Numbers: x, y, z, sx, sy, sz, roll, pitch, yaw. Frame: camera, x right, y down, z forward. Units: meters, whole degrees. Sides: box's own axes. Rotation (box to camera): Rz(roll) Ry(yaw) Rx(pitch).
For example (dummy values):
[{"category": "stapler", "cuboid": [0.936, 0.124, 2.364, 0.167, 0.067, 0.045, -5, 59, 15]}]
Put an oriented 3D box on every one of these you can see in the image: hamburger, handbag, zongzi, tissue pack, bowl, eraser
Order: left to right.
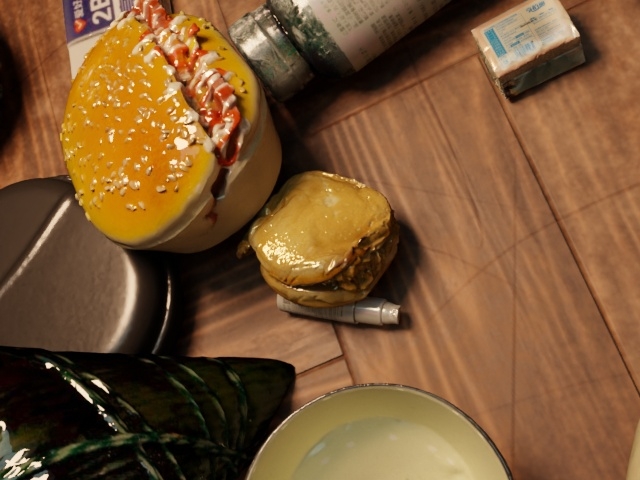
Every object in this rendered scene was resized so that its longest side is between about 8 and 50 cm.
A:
[{"category": "handbag", "cuboid": [-0.291, 0.058, 1.058, 0.308, 0.093, 0.253, 32, 86, 26]}, {"category": "zongzi", "cuboid": [-0.174, 0.240, 0.800, 0.319, 0.383, 0.362, -46, 57, 6]}, {"category": "eraser", "cuboid": [-0.250, -0.288, 1.170, 0.125, 0.068, 0.210, -16, 69, 12]}, {"category": "hamburger", "cuboid": [-0.167, -0.118, 0.992, 0.227, 0.151, 0.295, -45, 52, 8]}, {"category": "hamburger", "cuboid": [0.000, 0.000, 0.964, 0.147, 0.083, 0.138, 21, 53, 29]}, {"category": "bowl", "cuboid": [0.054, 0.248, 0.842, 0.238, 0.126, 0.237, -2, 76, 6]}, {"category": "tissue pack", "cuboid": [0.212, -0.200, 0.980, 0.094, 0.059, 0.074, -26, 64, 10]}]

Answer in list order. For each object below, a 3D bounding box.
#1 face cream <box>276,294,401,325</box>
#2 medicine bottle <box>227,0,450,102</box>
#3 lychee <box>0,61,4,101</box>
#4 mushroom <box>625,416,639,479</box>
[{"category": "face cream", "cuboid": [0.020, 0.066, 0.976, 0.130, 0.034, 0.034, 8, 76, 23]}, {"category": "medicine bottle", "cuboid": [0.044, -0.271, 1.018, 0.293, 0.141, 0.141, -37, 65, 5]}, {"category": "lychee", "cuboid": [-0.516, -0.207, 1.144, 0.255, 0.274, 0.255, -25, 56, 43]}, {"category": "mushroom", "cuboid": [0.403, 0.181, 0.692, 0.336, 0.314, 0.314, 10, 76, 1]}]
